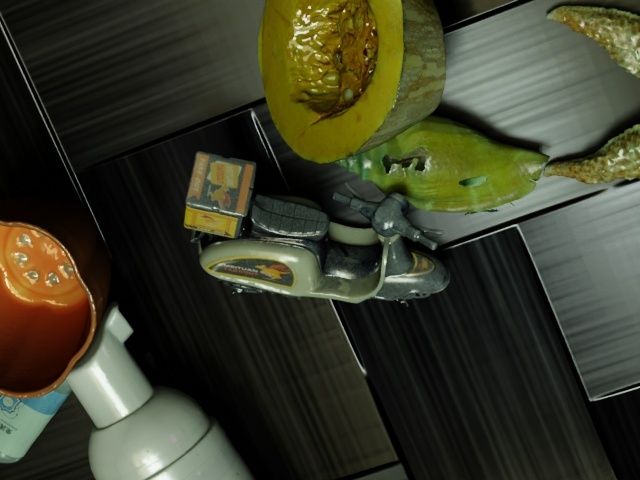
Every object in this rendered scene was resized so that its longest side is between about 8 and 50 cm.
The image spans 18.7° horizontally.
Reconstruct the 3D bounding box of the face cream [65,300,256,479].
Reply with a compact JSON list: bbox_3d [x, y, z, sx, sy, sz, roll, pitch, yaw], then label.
[{"bbox_3d":[-0.151,0.242,1.971,0.145,0.145,0.370,-29,100,17],"label":"face cream"}]

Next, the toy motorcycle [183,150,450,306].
[{"bbox_3d":[0.000,0.000,1.867,0.263,0.091,0.157,11,151,-1],"label":"toy motorcycle"}]

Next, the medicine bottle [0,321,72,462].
[{"bbox_3d":[-0.333,0.182,2.030,0.090,0.054,0.208,36,111,-5],"label":"medicine bottle"}]

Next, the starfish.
[{"bbox_3d":[0.381,-0.105,1.804,0.357,0.078,0.347,-29,104,17],"label":"starfish"}]

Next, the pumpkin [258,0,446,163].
[{"bbox_3d":[0.044,-0.178,1.808,0.110,0.217,0.217,2,114,-32],"label":"pumpkin"}]

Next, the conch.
[{"bbox_3d":[0.110,-0.072,1.863,0.200,0.079,0.095,19,129,-5],"label":"conch"}]

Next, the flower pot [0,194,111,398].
[{"bbox_3d":[-0.288,0.040,1.912,0.190,0.173,0.191,3,109,10],"label":"flower pot"}]
